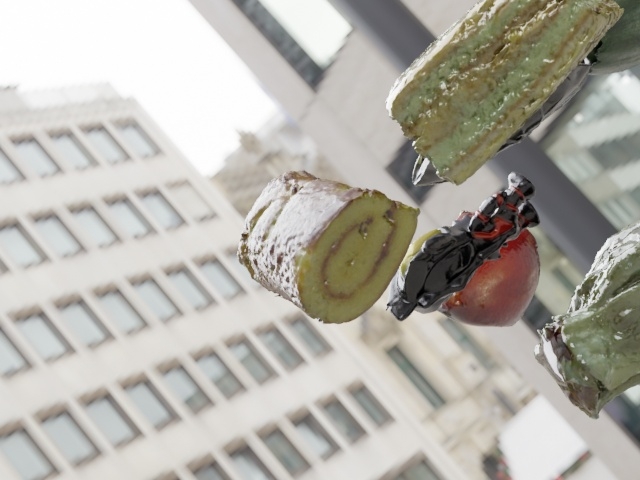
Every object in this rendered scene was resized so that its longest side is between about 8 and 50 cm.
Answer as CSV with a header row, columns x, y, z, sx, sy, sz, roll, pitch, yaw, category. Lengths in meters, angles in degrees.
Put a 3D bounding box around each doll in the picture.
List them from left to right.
x,y,z,sx,sy,sz,roll,pitch,yaw,category
0.178,0.015,2.073,0.248,0.127,0.088,-42,29,-12,doll

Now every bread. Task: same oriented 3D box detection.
x,y,z,sx,sy,sz,roll,pitch,yaw,category
0.000,0.000,1.468,0.132,0.103,0.172,-60,25,-2,bread
0.149,-0.149,1.335,0.196,0.102,0.138,-44,4,19,bread

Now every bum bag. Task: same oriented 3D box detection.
x,y,z,sx,sy,sz,roll,pitch,yaw,category
0.196,-0.129,1.750,0.232,0.060,0.107,-37,-14,3,bum bag

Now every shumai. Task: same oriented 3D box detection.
x,y,z,sx,sy,sz,roll,pitch,yaw,category
0.404,0.103,1.976,0.222,0.225,0.261,-32,-19,-50,shumai

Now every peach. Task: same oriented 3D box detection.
x,y,z,sx,sy,sz,roll,pitch,yaw,category
0.243,0.039,2.356,0.267,0.158,0.154,-21,-54,-79,peach

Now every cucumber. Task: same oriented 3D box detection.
x,y,z,sx,sy,sz,roll,pitch,yaw,category
0.438,-0.301,2.098,0.325,0.105,0.145,-32,-2,-38,cucumber
